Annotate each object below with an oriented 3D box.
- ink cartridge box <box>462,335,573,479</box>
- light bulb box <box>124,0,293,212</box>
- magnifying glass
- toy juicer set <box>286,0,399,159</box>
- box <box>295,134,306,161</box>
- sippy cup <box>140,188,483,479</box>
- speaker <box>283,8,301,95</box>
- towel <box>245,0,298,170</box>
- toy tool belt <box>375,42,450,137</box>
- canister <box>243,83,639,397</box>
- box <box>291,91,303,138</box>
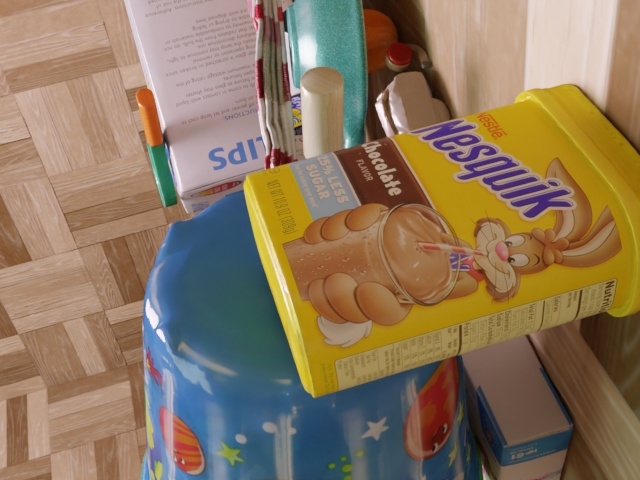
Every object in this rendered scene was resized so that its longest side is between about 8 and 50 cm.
[{"bbox_3d":[0.132,0.133,0.635,0.122,0.052,0.088,80,171,-49],"label":"ink cartridge box"},{"bbox_3d":[-0.151,-0.252,1.343,0.358,0.225,0.361,160,94,-83],"label":"light bulb box"},{"bbox_3d":[-0.217,-0.122,1.171,0.231,0.026,0.092,99,153,-63],"label":"magnifying glass"},{"bbox_3d":[0.020,-0.170,0.682,0.209,0.090,0.328,93,171,-72],"label":"toy juicer set"},{"bbox_3d":[0.023,0.000,0.969,0.275,0.094,0.113,-113,24,-49],"label":"box"},{"bbox_3d":[-0.009,0.092,0.543,0.305,0.240,0.224,35,144,34],"label":"sippy cup"},{"bbox_3d":[-0.018,-0.215,1.066,0.136,0.055,0.055,84,169,-56],"label":"speaker"},{"bbox_3d":[-0.044,-0.103,0.849,0.237,0.037,0.328,102,162,-85],"label":"towel"},{"bbox_3d":[0.063,-0.102,0.672,0.051,0.052,0.083,113,142,-66],"label":"toy tool belt"},{"bbox_3d":[0.059,-0.003,0.418,0.126,0.170,0.073,-113,10,-46],"label":"canister"},{"bbox_3d":[-0.004,-0.106,1.107,0.169,0.054,0.059,70,179,-49],"label":"box"}]
